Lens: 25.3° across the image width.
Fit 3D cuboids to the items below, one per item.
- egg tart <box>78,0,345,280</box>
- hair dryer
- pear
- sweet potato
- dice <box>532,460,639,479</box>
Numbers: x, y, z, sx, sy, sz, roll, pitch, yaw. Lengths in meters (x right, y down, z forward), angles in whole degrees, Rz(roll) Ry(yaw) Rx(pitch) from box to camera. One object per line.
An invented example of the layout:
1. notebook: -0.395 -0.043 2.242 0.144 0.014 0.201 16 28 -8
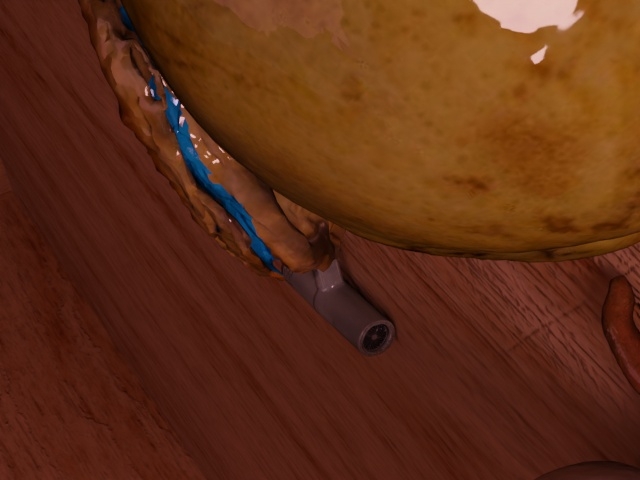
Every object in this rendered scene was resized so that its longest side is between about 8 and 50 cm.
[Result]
1. egg tart: -0.046 -0.113 0.761 0.291 0.107 0.291 60 -171 -16
2. hair dryer: 0.004 0.002 1.334 0.155 0.044 0.183 40 149 47
3. pear: 0.069 -0.130 0.542 0.304 0.304 0.304 53 161 28
4. sweet potato: 0.216 0.106 0.879 0.179 0.044 0.044 62 163 -4
5. dice: 0.159 0.304 0.907 0.243 0.259 0.251 50 168 25
